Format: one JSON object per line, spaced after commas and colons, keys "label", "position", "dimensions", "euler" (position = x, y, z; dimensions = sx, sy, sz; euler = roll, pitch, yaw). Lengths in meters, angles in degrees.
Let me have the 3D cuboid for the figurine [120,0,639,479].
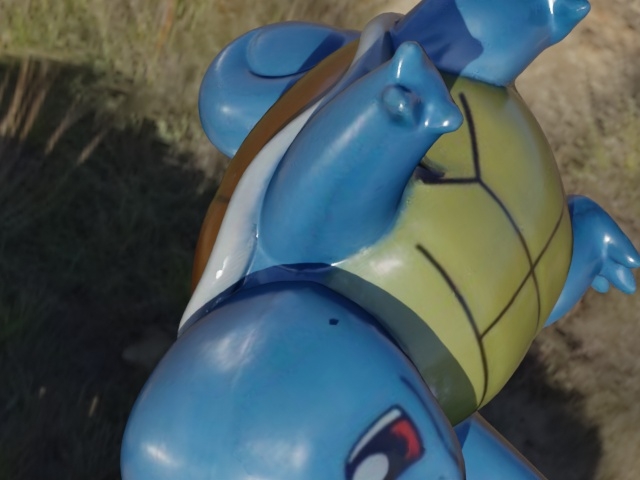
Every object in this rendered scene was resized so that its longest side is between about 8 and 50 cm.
{"label": "figurine", "position": [0.039, -0.008, 0.731], "dimensions": [0.243, 0.297, 0.416], "euler": [-5, 38, 7]}
